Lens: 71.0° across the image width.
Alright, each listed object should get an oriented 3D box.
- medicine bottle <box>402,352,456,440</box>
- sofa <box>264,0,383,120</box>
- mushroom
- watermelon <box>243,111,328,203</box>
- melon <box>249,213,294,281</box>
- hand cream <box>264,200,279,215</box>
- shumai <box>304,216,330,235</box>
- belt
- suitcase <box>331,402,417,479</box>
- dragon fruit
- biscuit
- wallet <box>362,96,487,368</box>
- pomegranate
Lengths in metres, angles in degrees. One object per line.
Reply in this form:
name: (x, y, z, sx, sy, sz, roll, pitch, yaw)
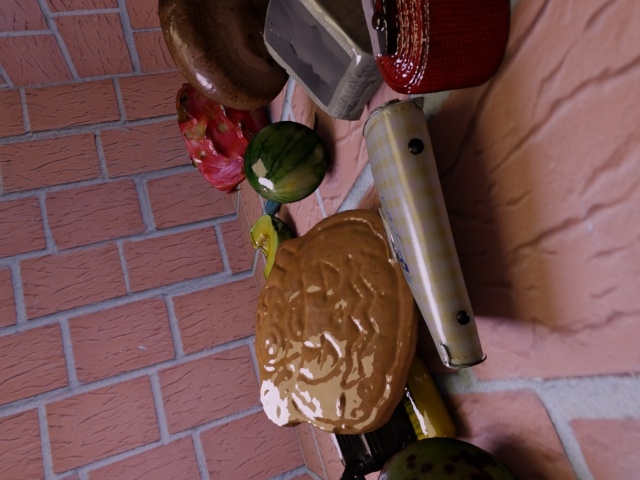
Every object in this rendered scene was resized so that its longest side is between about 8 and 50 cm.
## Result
medicine bottle: (0.158, 0.230, 0.796, 0.095, 0.064, 0.261, 94, 158, -60)
sofa: (0.040, -0.343, 0.713, 0.225, 0.176, 0.210, 46, 160, 3)
mushroom: (-0.180, -0.443, 0.936, 0.239, 0.345, 0.345, -33, 64, 28)
watermelon: (-0.073, -0.186, 1.033, 0.187, 0.215, 0.188, 24, 146, 17)
melon: (-0.138, 0.013, 1.537, 0.169, 0.129, 0.265, -62, 36, 34)
hand cream: (-0.166, -0.156, 1.625, 0.224, 0.048, 0.083, 120, 134, -59)
shumai: (0.000, 0.001, 1.098, 0.123, 0.087, 0.099, -149, 47, -70)
belt: (0.107, -0.258, 0.475, 0.128, 0.124, 0.201, -175, 71, -71)
suitcase: (0.065, 0.303, 0.914, 0.230, 0.152, 0.335, 70, 176, -58)
dragon fruit: (-0.293, -0.359, 1.484, 0.371, 0.248, 0.387, -71, -38, -68)
biscuit: (0.009, 0.139, 0.808, 0.365, 0.062, 0.386, -17, 64, 38)
wallet: (0.130, -0.016, 0.598, 0.223, 0.077, 0.310, -95, -10, -86)
pomegranate: (0.196, 0.400, 0.564, 0.305, 0.242, 0.243, 28, 132, 42)
